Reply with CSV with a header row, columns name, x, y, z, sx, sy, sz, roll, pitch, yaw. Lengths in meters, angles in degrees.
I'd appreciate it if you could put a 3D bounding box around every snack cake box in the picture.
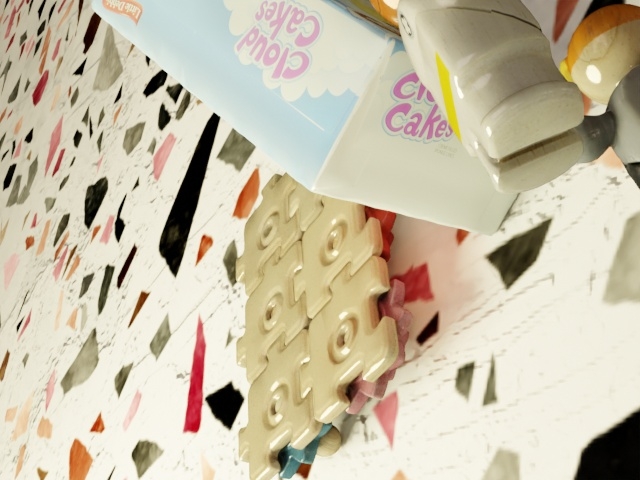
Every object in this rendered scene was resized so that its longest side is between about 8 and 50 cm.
name,x,y,z,sx,sy,sz,roll,pitch,yaw
snack cake box,-0.006,-0.111,0.658,0.264,0.152,0.089,41,109,42

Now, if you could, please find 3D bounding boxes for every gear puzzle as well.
name,x,y,z,sx,sy,sz,roll,pitch,yaw
gear puzzle,0.000,0.000,0.773,0.175,0.044,0.339,-49,31,36

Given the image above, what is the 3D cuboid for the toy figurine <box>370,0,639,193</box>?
name,x,y,z,sx,sy,sz,roll,pitch,yaw
toy figurine,0.135,-0.119,0.429,0.210,0.213,0.148,-55,43,34
